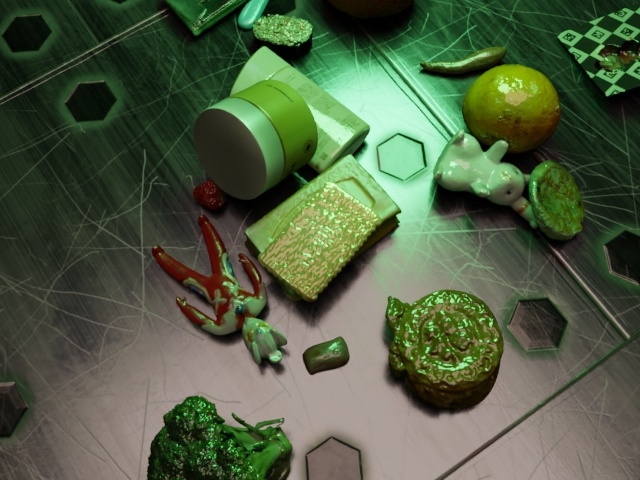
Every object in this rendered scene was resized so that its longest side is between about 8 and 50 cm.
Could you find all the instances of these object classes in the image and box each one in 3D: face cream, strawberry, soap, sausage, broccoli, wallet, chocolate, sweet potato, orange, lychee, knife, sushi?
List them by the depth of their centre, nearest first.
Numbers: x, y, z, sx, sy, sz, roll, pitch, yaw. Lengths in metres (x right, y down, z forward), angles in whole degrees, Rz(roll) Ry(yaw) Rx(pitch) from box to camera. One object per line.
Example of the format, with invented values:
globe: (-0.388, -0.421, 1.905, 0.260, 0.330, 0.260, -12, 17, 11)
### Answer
broccoli: (-0.187, 0.432, 1.453, 0.283, 0.304, 0.321, -15, 68, -38)
chocolate: (0.011, 0.242, 1.632, 0.101, 0.031, 0.064, -15, 64, -4)
face cream: (-0.141, -0.226, 1.693, 0.218, 0.218, 0.179, 40, 50, 15)
soap: (0.004, -0.031, 1.710, 0.315, 0.091, 0.199, -36, 71, -13)
orange: (0.435, -0.298, 1.738, 0.219, 0.219, 0.193, 25, 99, 10)
strawberry: (-0.256, -0.104, 1.756, 0.083, 0.073, 0.073, -3, 68, 14)
sausage: (0.536, -0.174, 1.796, 0.015, 0.015, 0.100, -38, 73, -13)
face cream: (-0.064, -0.312, 1.825, 0.348, 0.081, 0.173, 39, 73, 15)
lychee: (0.111, -0.674, 1.877, 0.255, 0.300, 0.255, -28, 42, 28)
sweet potato: (0.354, -0.439, 1.890, 0.214, 0.050, 0.050, -11, 68, 3)
sushi: (0.770, -0.463, 1.891, 0.290, 0.050, 0.264, -20, 55, -5)
sushi: (-0.094, -0.511, 1.906, 0.150, 0.078, 0.090, 7, 69, 3)
wallet: (-0.272, -0.642, 1.963, 0.236, 0.055, 0.160, -38, 72, -7)
knife: (-0.160, -0.641, 1.985, 0.064, 0.031, 0.222, 18, 73, 5)

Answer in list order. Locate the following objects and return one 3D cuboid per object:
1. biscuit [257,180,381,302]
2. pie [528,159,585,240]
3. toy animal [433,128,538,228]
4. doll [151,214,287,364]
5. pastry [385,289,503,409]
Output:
biscuit: (0.000, 0.000, 1.633, 0.160, 0.030, 0.249, 37, 73, 13)
pie: (0.527, -0.089, 1.711, 0.187, 0.041, 0.187, 11, 70, -34)
toy animal: (0.393, -0.142, 1.718, 0.282, 0.138, 0.140, 24, 82, 12)
doll: (-0.205, 0.121, 1.654, 0.188, 0.099, 0.384, -38, 69, -13)
pastry: (0.259, 0.231, 1.590, 0.235, 0.132, 0.240, -7, 61, 8)
